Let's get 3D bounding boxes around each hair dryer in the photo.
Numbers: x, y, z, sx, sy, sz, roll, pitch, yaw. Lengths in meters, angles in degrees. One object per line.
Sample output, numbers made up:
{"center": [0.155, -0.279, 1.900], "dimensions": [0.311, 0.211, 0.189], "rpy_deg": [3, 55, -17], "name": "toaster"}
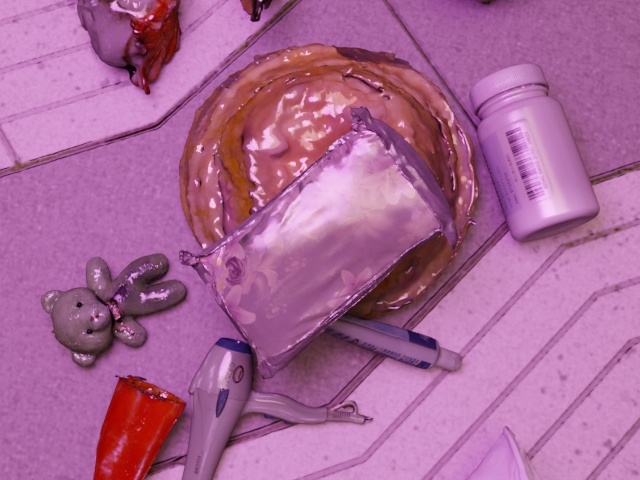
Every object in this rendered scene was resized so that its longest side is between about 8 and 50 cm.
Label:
{"center": [-0.064, 0.217, 0.856], "dimensions": [0.199, 0.067, 0.167], "rpy_deg": [30, 87, -9], "name": "hair dryer"}

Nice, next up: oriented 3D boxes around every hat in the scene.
{"center": [0.181, 0.305, 0.779], "dimensions": [0.126, 0.203, 0.203], "rpy_deg": [-27, 78, 9], "name": "hat"}

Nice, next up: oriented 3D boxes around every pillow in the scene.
{"center": [0.000, 0.000, 0.762], "dimensions": [0.255, 0.059, 0.169], "rpy_deg": [-38, 95, 3], "name": "pillow"}

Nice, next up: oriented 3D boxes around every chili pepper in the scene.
{"center": [-0.207, 0.238, 0.834], "dimensions": [0.088, 0.065, 0.168], "rpy_deg": [14, 83, 39], "name": "chili pepper"}

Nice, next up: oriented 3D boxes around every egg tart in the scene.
{"center": [0.011, -0.078, 0.869], "dimensions": [0.352, 0.150, 0.351], "rpy_deg": [0, 81, -1], "name": "egg tart"}

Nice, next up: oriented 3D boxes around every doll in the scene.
{"center": [-0.230, 0.068, 0.871], "dimensions": [0.150, 0.077, 0.115], "rpy_deg": [-32, 90, -19], "name": "doll"}

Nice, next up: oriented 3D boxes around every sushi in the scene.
{"center": [-0.263, -0.337, 0.935], "dimensions": [0.130, 0.124, 0.332], "rpy_deg": [-32, 78, -18], "name": "sushi"}

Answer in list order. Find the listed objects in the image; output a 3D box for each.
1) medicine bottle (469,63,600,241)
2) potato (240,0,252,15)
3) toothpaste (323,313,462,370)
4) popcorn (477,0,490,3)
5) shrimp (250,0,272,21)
{"center": [0.242, -0.100, 0.895], "dimensions": [0.103, 0.103, 0.186], "rpy_deg": [-16, 78, -4], "name": "medicine bottle"}
{"center": [-0.075, -0.335, 0.979], "dimensions": [0.037, 0.036, 0.093], "rpy_deg": [32, 79, 3], "name": "potato"}
{"center": [0.059, 0.105, 0.849], "dimensions": [0.216, 0.062, 0.037], "rpy_deg": [19, 71, -16], "name": "toothpaste"}
{"center": [0.204, -0.380, 0.939], "dimensions": [0.142, 0.173, 0.173], "rpy_deg": [46, 80, -13], "name": "popcorn"}
{"center": [0.025, -0.432, 0.949], "dimensions": [0.272, 0.085, 0.444], "rpy_deg": [15, 66, 16], "name": "shrimp"}
